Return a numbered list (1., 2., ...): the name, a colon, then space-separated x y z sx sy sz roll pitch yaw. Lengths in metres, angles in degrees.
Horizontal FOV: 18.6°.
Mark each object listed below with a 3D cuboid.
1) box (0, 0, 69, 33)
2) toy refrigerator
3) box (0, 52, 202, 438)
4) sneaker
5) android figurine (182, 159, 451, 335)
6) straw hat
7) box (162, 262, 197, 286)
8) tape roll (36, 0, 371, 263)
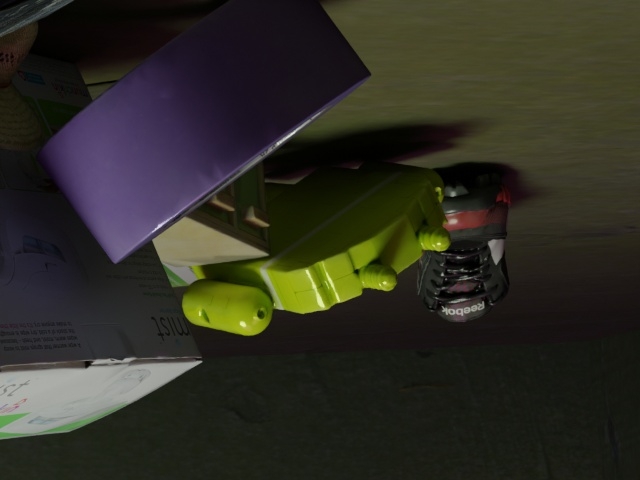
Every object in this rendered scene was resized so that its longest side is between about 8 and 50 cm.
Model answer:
1. box: -0.186 -0.110 0.894 0.233 0.059 0.183 -30 -173 -35
2. toy refrigerator: -0.112 -0.048 1.512 0.094 0.102 0.269 -7 171 12
3. box: -0.215 0.000 1.209 0.127 0.231 0.262 -28 169 19
4. sneaker: 0.143 0.010 1.947 0.098 0.135 0.276 -4 170 3
5. android figurine: 0.000 0.000 1.689 0.248 0.056 0.273 -36 -155 -29
6. straw hat: -0.195 -0.117 1.109 0.061 0.144 0.144 -49 157 14
7. box: -0.065 -0.001 2.021 0.322 0.058 0.232 -7 172 3
8. tape roll: -0.068 -0.073 1.145 0.189 0.080 0.189 -37 -178 2
